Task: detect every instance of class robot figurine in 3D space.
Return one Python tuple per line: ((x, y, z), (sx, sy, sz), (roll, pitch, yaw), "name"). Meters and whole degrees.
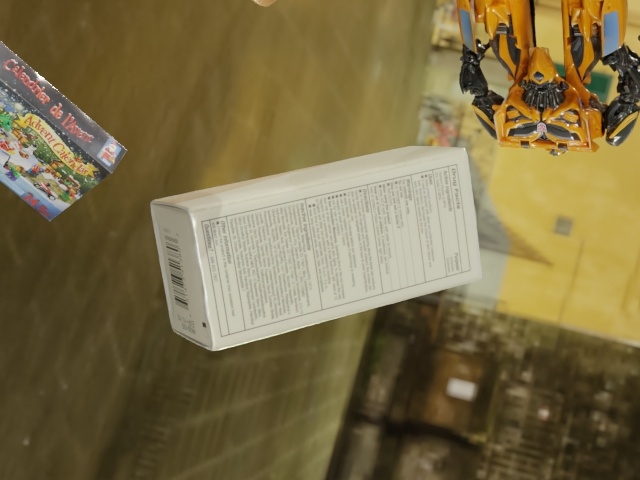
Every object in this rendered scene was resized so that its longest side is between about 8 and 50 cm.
((0.232, -0.209, 1.355), (0.085, 0.211, 0.291), (-55, 142, -47), "robot figurine")

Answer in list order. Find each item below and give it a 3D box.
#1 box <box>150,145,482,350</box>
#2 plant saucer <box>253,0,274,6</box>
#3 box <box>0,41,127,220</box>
((0.000, 0.000, 1.327), (0.121, 0.311, 0.148), (13, -68, 63), "box")
((-0.074, -0.263, 0.928), (0.200, 0.037, 0.200), (57, 13, -22), "plant saucer")
((-0.363, -0.137, 1.533), (0.159, 0.233, 0.044), (-30, -154, 46), "box")
